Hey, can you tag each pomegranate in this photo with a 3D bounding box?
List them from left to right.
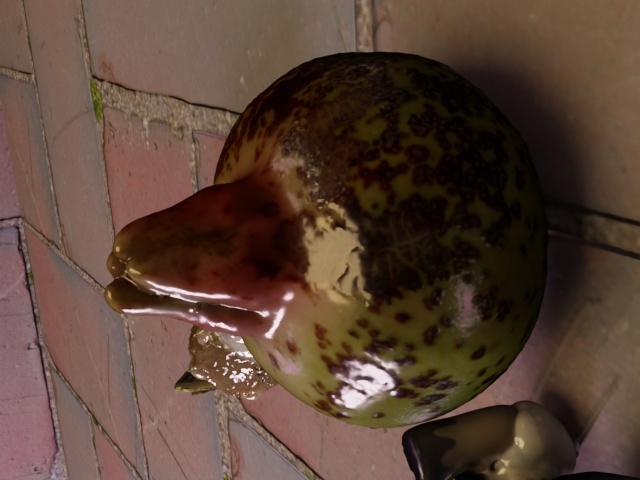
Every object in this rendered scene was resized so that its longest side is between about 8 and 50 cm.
[{"bbox_3d":[0.000,0.000,0.438,0.214,0.247,0.214,16,109,56],"label":"pomegranate"}]

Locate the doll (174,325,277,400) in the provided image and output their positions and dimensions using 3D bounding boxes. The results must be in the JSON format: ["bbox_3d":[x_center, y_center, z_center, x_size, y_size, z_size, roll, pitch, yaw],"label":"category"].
[{"bbox_3d":[-0.064,0.087,0.716,0.221,0.105,0.115,118,168,-48],"label":"doll"}]

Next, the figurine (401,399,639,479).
[{"bbox_3d":[0.148,0.170,0.400,0.222,0.145,0.146,-134,41,-56],"label":"figurine"}]
